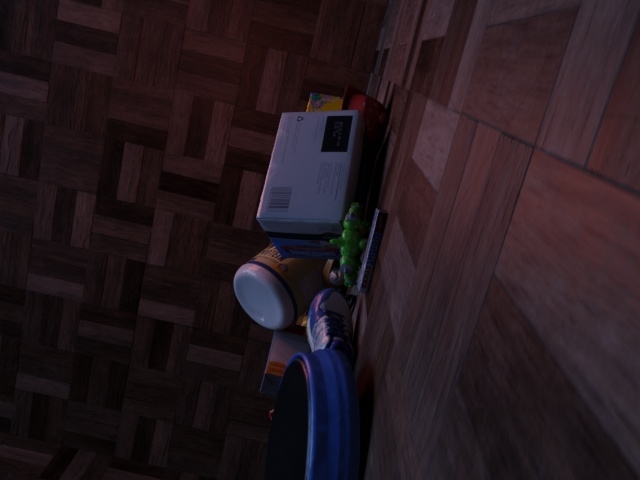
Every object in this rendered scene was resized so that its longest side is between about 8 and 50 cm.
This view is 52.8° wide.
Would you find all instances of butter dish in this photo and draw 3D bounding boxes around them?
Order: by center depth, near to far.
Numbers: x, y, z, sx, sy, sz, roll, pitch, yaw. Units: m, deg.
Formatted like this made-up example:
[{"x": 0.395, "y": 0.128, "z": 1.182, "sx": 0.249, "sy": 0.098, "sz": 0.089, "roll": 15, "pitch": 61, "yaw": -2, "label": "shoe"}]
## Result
[{"x": 0.139, "y": -0.350, "z": 1.854, "sx": 0.160, "sy": 0.118, "sz": 0.159, "roll": 18, "pitch": -95, "yaw": -50, "label": "butter dish"}]

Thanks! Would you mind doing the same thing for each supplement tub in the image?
[{"x": -0.085, "y": 0.103, "z": 1.987, "sx": 0.316, "sy": 0.228, "sz": 0.228, "roll": -38, "pitch": -24, "yaw": -37, "label": "supplement tub"}]

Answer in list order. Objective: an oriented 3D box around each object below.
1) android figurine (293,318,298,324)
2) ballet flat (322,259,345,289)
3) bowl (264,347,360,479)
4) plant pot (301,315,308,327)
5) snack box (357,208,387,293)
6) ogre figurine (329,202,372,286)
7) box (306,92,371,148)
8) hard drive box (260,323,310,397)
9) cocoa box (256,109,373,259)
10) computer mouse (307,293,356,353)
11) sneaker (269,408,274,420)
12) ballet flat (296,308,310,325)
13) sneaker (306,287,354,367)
[{"x": -0.079, "y": 0.295, "z": 2.391, "sx": 0.248, "sy": 0.056, "sz": 0.272, "roll": 55, "pitch": -141, "yaw": -31, "label": "android figurine"}, {"x": 0.058, "y": 0.069, "z": 1.861, "sx": 0.073, "sy": 0.080, "sz": 0.232, "roll": -107, "pitch": 25, "yaw": -54, "label": "ballet flat"}, {"x": -0.028, "y": 0.378, "z": 1.105, "sx": 0.391, "sy": 0.077, "sz": 0.390, "roll": -170, "pitch": 90, "yaw": -78, "label": "bowl"}, {"x": -0.017, "y": 0.297, "z": 2.143, "sx": 0.134, "sy": 0.095, "sz": 0.134, "roll": -166, "pitch": 90, "yaw": -89, "label": "plant pot"}, {"x": 0.110, "y": 0.021, "z": 1.387, "sx": 0.064, "sy": 0.022, "sz": 0.178, "roll": -84, "pitch": 7, "yaw": -82, "label": "snack box"}, {"x": 0.073, "y": 0.010, "z": 1.511, "sx": 0.197, "sy": 0.097, "sz": 0.118, "roll": -66, "pitch": -9, "yaw": 3, "label": "ogre figurine"}, {"x": 0.049, "y": -0.281, "z": 2.070, "sx": 0.279, "sy": 0.177, "sz": 0.289, "roll": 29, "pitch": -106, "yaw": -76, "label": "box"}, {"x": -0.068, "y": 0.363, "z": 1.923, "sx": 0.232, "sy": 0.181, "sz": 0.089, "roll": -81, "pitch": 5, "yaw": -57, "label": "hard drive box"}, {"x": -0.001, "y": -0.146, "z": 1.745, "sx": 0.228, "sy": 0.232, "sz": 0.347, "roll": 64, "pitch": -148, "yaw": -59, "label": "cocoa box"}, {"x": 0.011, "y": 0.258, "z": 1.547, "sx": 0.184, "sy": 0.060, "sz": 0.262, "roll": 104, "pitch": -171, "yaw": -45, "label": "computer mouse"}, {"x": -0.096, "y": 0.560, "z": 1.962, "sx": 0.208, "sy": 0.094, "sz": 0.081, "roll": -166, "pitch": 67, "yaw": -67, "label": "sneaker"}, {"x": -0.011, "y": 0.271, "z": 2.324, "sx": 0.124, "sy": 0.116, "sz": 0.342, "roll": -45, "pitch": 22, "yaw": 48, "label": "ballet flat"}, {"x": 0.034, "y": 0.221, "z": 1.367, "sx": 0.131, "sy": 0.112, "sz": 0.296, "roll": 124, "pitch": 155, "yaw": -52, "label": "sneaker"}]
